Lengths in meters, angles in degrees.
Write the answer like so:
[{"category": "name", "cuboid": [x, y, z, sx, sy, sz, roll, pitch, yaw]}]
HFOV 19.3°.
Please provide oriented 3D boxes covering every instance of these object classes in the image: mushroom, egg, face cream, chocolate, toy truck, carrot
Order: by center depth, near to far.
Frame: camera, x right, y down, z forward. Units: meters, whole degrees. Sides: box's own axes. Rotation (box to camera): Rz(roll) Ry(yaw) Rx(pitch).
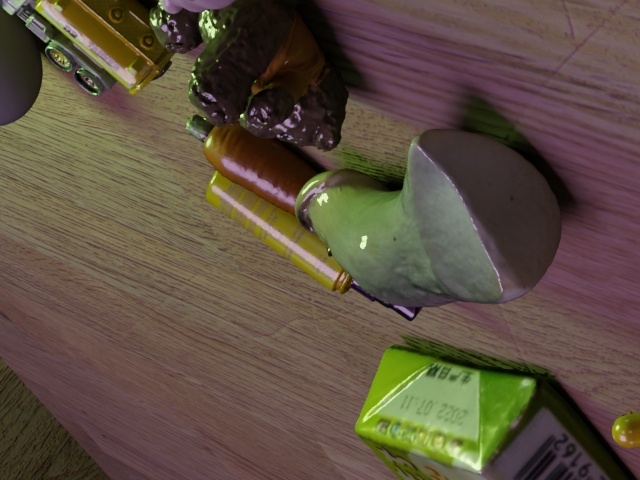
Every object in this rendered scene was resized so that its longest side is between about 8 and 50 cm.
[{"category": "mushroom", "cuboid": [0.093, -0.014, 1.838, 0.177, 0.126, 0.397, 52, 160, -7]}, {"category": "toy truck", "cuboid": [-0.256, -0.250, 1.992, 0.227, 0.098, 0.114, 41, 158, -12]}, {"category": "carrot", "cuboid": [-0.004, -0.045, 2.057, 0.336, 0.069, 0.069, 32, 161, 2]}, {"category": "face cream", "cuboid": [0.000, 0.000, 2.110, 0.273, 0.078, 0.078, 35, 161, 10]}, {"category": "chocolate", "cuboid": [0.216, 0.276, 2.249, 0.301, 0.137, 0.289, 50, 159, -28]}, {"category": "egg", "cuboid": [-0.417, -0.225, 2.267, 0.146, 0.146, 0.198, 21, 147, 43]}]

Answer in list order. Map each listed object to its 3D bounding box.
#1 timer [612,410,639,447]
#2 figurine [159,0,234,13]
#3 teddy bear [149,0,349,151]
[{"category": "timer", "cuboid": [0.355, 0.216, 1.893, 0.107, 0.109, 0.107, 170, 90, -86]}, {"category": "figurine", "cuboid": [-0.125, -0.273, 1.667, 0.229, 0.137, 0.112, 29, -169, 38]}, {"category": "teddy bear", "cuboid": [-0.050, -0.163, 1.776, 0.190, 0.140, 0.177, 46, -172, -42]}]
